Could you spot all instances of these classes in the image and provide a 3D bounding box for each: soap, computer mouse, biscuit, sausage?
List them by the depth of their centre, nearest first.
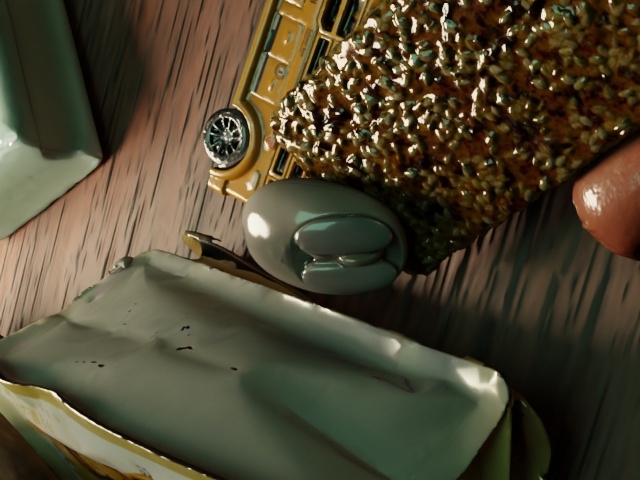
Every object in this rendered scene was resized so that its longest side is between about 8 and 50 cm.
[{"bbox_3d":[0.164,-0.032,0.628,0.094,0.059,0.054,-43,59,31],"label":"sausage"},{"bbox_3d":[0.071,-0.071,0.640,0.131,0.025,0.231,44,138,-4],"label":"biscuit"},{"bbox_3d":[-0.002,0.001,0.706,0.096,0.039,0.066,14,131,29],"label":"computer mouse"},{"bbox_3d":[-0.270,-0.149,1.004,0.160,0.087,0.265,-32,65,35],"label":"soap"}]

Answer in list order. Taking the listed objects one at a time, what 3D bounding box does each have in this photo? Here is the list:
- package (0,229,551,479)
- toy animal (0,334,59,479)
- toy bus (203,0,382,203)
[{"bbox_3d":[-0.019,0.114,0.742,0.311,0.221,0.165,17,58,43],"label":"package"},{"bbox_3d":[-0.262,0.182,0.882,0.358,0.188,0.226,-111,25,-58],"label":"toy animal"},{"bbox_3d":[0.007,-0.108,0.759,0.088,0.083,0.194,30,109,30],"label":"toy bus"}]
